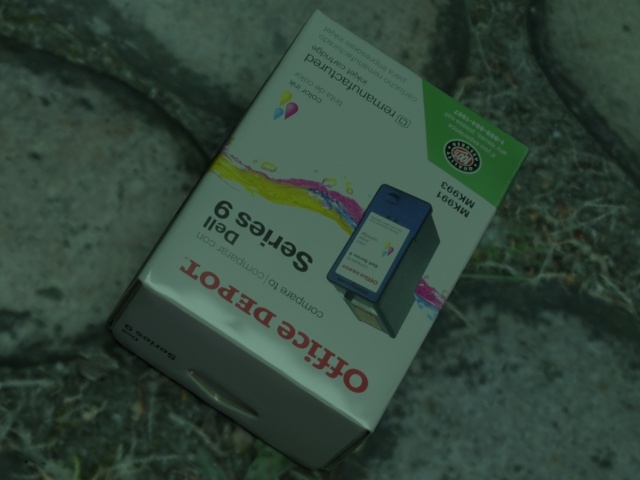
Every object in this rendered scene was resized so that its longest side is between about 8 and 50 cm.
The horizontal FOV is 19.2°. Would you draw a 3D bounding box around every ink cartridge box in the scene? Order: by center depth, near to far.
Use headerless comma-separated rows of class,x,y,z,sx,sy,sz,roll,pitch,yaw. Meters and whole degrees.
ink cartridge box,0.000,0.000,1.081,0.154,0.093,0.212,34,63,-3
